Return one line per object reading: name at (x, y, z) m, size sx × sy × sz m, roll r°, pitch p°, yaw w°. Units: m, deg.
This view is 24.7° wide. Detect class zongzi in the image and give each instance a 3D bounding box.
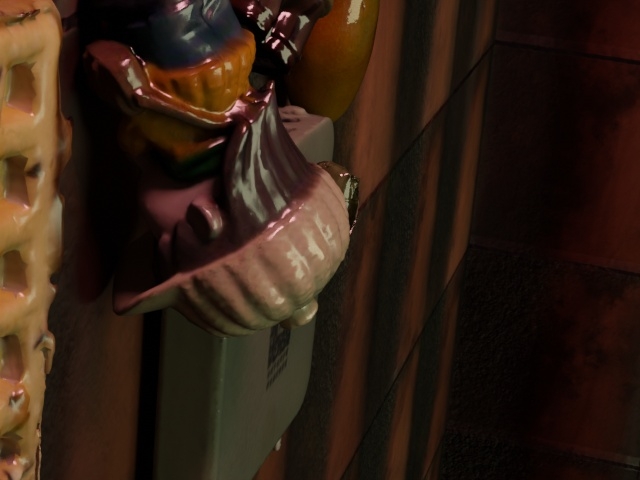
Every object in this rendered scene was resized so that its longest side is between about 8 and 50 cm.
zongzi at (0.000, 0.000, 1.533) m, size 0.130 × 0.062 × 0.154 m, roll 86°, pitch 21°, yaw -84°

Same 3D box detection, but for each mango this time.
mango at (0.003, -0.225, 1.621) m, size 0.138 × 0.113 × 0.253 m, roll -72°, pitch 172°, yaw -47°

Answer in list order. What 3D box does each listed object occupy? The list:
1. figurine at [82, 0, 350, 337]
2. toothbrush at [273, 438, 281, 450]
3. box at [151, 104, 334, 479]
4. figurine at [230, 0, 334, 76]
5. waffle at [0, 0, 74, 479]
figurine at (-0.077, -0.073, 1.187) m, size 0.185 × 0.204 × 0.332 m, roll -57°, pitch 154°, yaw -53°
toothbrush at (-0.055, 0.151, 1.848) m, size 0.030 × 0.030 × 0.304 m, roll -63°, pitch 161°, yaw -52°
box at (-0.080, 0.066, 1.540) m, size 0.367 × 0.090 × 0.373 m, roll -48°, pitch 145°, yaw -68°
figurine at (-0.008, -0.339, 1.433) m, size 0.365 × 0.206 × 0.218 m, roll -53°, pitch 131°, yaw -11°
waffle at (-0.243, 0.058, 0.791) m, size 0.261 × 0.114 × 0.376 m, roll -44°, pitch 142°, yaw -69°
